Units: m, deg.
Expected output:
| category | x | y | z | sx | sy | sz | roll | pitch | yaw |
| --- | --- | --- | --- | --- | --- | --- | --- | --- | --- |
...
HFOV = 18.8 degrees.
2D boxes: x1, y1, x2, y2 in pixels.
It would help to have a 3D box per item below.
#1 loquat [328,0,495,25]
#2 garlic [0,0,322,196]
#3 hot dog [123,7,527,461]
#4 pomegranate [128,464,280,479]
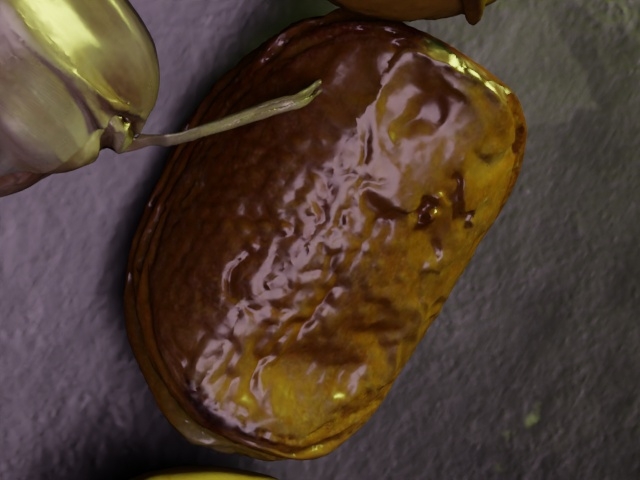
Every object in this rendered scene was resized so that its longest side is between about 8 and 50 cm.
| category | x | y | z | sx | sy | sz | roll | pitch | yaw |
| --- | --- | --- | --- | --- | --- | --- | --- | --- | --- |
| loquat | 0.041 | -0.237 | 1.071 | 0.238 | 0.193 | 0.238 | 8 | 59 | -15 |
| garlic | -0.128 | -0.120 | 1.017 | 0.256 | 0.207 | 0.207 | 6 | 99 | 4 |
| hot dog | 0.000 | 0.000 | 1.144 | 0.196 | 0.122 | 0.272 | 27 | 95 | -19 |
| pomegranate | -0.075 | 0.219 | 1.122 | 0.196 | 0.196 | 0.196 | -4 | 102 | -18 |
